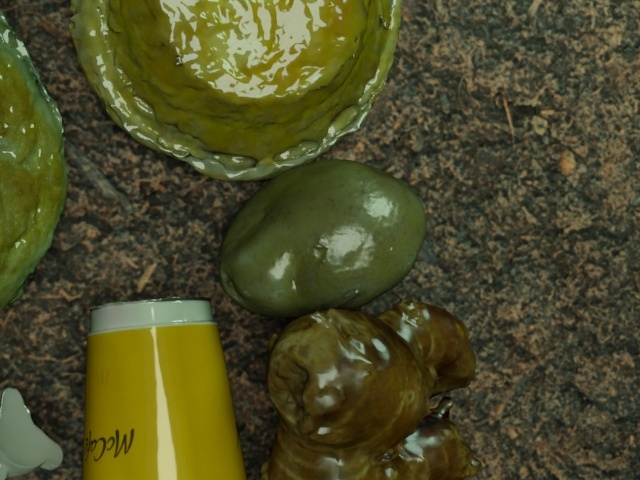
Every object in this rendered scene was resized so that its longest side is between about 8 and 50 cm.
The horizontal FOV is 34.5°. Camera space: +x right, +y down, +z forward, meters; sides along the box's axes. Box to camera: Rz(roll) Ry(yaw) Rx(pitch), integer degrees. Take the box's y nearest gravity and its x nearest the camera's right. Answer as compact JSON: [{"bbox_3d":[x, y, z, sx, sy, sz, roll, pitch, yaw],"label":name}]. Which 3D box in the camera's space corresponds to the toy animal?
[{"bbox_3d":[-0.374,0.221,1.071,0.131,0.182,0.127,53,37,-17],"label":"toy animal"}]

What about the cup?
[{"bbox_3d":[-0.167,0.204,1.080,0.197,0.196,0.279,-4,83,-12],"label":"cup"}]

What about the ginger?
[{"bbox_3d":[0.053,0.220,1.109,0.274,0.153,0.357,-18,116,-47],"label":"ginger"}]

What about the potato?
[{"bbox_3d":[0.000,0.000,1.118,0.235,0.178,0.160,-27,106,-10],"label":"potato"}]

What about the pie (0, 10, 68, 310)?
[{"bbox_3d":[-0.432,-0.066,0.986,0.395,0.181,0.417,-19,95,-48],"label":"pie"}]

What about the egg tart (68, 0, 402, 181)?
[{"bbox_3d":[-0.081,-0.256,1.115,0.388,0.169,0.387,-1,94,-15],"label":"egg tart"}]
